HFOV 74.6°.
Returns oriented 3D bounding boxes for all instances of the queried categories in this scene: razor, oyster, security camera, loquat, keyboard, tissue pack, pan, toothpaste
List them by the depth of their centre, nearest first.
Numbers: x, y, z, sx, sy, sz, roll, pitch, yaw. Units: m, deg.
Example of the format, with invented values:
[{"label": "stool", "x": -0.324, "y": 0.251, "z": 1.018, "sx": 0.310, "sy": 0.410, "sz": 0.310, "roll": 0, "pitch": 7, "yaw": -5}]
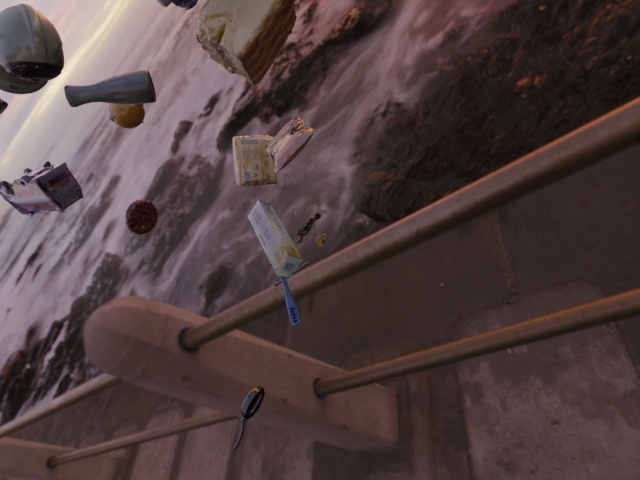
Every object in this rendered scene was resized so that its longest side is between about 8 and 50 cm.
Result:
[{"label": "security camera", "x": -0.803, "y": -0.513, "z": 1.136, "sx": 0.277, "sy": 0.197, "sz": 0.191, "roll": 3, "pitch": 99, "yaw": 40}, {"label": "toothpaste", "x": -0.155, "y": -0.013, "z": 1.390, "sx": 0.089, "sy": 0.071, "sz": 0.312, "roll": -55, "pitch": 42, "yaw": 21}, {"label": "pan", "x": -0.250, "y": 0.594, "z": 1.420, "sx": 0.040, "sy": 0.114, "sz": 0.212, "roll": 16, "pitch": 63, "yaw": 19}, {"label": "oyster", "x": -0.041, "y": -0.048, "z": 1.435, "sx": 0.086, "sy": 0.029, "sz": 0.132, "roll": -46, "pitch": -5, "yaw": -41}, {"label": "razor", "x": -0.123, "y": 0.194, "z": 1.573, "sx": 0.082, "sy": 0.042, "sz": 0.253, "roll": -15, "pitch": 82, "yaw": 1}, {"label": "loquat", "x": -0.788, "y": -0.523, "z": 1.712, "sx": 0.141, "sy": 0.141, "sz": 0.141, "roll": -32, "pitch": 41, "yaw": 32}, {"label": "tissue pack", "x": -0.291, "y": -0.355, "z": 1.870, "sx": 0.090, "sy": 0.186, "sz": 0.222, "roll": -154, "pitch": 58, "yaw": -69}, {"label": "keyboard", "x": -0.130, "y": 0.152, "z": 1.938, "sx": 0.198, "sy": 0.010, "sz": 0.064, "roll": -34, "pitch": 7, "yaw": -9}]

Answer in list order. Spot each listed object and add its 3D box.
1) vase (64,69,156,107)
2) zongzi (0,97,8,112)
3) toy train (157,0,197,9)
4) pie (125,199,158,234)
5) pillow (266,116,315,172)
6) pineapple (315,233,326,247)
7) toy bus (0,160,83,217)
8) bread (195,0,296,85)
[{"label": "vase", "x": -0.562, "y": -0.400, "z": 1.128, "sx": 0.214, "sy": 0.086, "sz": 0.086, "roll": -12, "pitch": 36, "yaw": -11}, {"label": "zongzi", "x": -1.020, "y": -0.442, "z": 1.207, "sx": 0.081, "sy": 0.189, "sz": 0.178, "roll": -33, "pitch": 23, "yaw": -2}, {"label": "toy train", "x": -0.359, "y": -0.753, "z": 1.089, "sx": 0.299, "sy": 0.202, "sz": 0.131, "roll": -52, "pitch": -11, "yaw": -9}, {"label": "pie", "x": -0.752, "y": -0.098, "z": 1.773, "sx": 0.036, "sy": 0.154, "sz": 0.154, "roll": 7, "pitch": 67, "yaw": 35}, {"label": "pillow", "x": -0.078, "y": -0.243, "z": 1.035, "sx": 0.135, "sy": 0.034, "sz": 0.211, "roll": -47, "pitch": 27, "yaw": 12}, {"label": "pineapple", "x": 0.000, "y": 0.000, "z": 1.864, "sx": 0.083, "sy": 0.045, "sz": 0.019, "roll": 102, "pitch": 162, "yaw": -46}, {"label": "toy bus", "x": -0.859, "y": -0.152, "z": 1.285, "sx": 0.317, "sy": 0.137, "sz": 0.112, "roll": -1, "pitch": 36, "yaw": 37}, {"label": "bread", "x": -0.310, "y": -0.926, "z": 1.809, "sx": 0.390, "sy": 0.279, "sz": 0.371, "roll": -54, "pitch": 3, "yaw": 3}]
